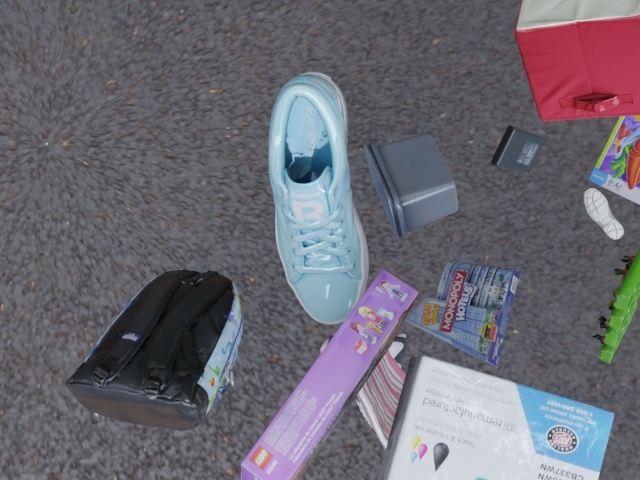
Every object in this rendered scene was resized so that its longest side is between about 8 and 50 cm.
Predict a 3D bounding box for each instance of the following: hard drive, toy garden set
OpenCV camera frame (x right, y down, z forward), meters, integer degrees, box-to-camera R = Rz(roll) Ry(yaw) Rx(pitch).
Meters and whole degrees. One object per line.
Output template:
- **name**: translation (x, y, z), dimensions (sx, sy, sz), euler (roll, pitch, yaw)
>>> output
- **hard drive**: translation (0.448, -0.204, 1.851), dimensions (0.135, 0.022, 0.094), euler (6, 114, -45)
- **toy garden set**: translation (0.510, 0.064, 1.353), dimensions (0.204, 0.049, 0.244), euler (-55, 154, -21)

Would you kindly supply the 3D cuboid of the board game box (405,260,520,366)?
- **board game box**: translation (0.272, 0.132, 1.609), dimensions (0.060, 0.194, 0.194), euler (33, 69, -52)

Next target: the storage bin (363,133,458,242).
- **storage bin**: translation (0.122, -0.073, 1.077), dimensions (0.091, 0.135, 0.098), euler (-17, 138, 1)

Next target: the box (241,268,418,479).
- **box**: translation (0.007, 0.195, 1.020), dimensions (0.057, 0.201, 0.293), euler (33, 65, 11)

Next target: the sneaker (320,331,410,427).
- **sneaker**: translation (0.125, 0.237, 1.451), dimensions (0.153, 0.094, 0.235), euler (-35, 78, -20)

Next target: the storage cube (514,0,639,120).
- **storage cube**: translation (0.414, -0.316, 1.231), dimensions (0.193, 0.184, 0.215), euler (55, 45, -46)

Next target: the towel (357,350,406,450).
- **towel**: translation (0.093, 0.214, 1.251), dimensions (0.029, 0.197, 0.144), euler (-22, 109, 18)

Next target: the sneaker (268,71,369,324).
- **sneaker**: translation (-0.017, -0.047, 1.136), dimensions (0.135, 0.150, 0.366), euler (-7, 99, 14)

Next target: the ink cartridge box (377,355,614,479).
- **ink cartridge box**: translation (0.158, 0.280, 0.868), dimensions (0.198, 0.197, 0.270), euler (16, 82, 5)

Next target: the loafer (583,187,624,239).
- **loafer**: translation (0.566, -0.056, 1.657), dimensions (0.045, 0.039, 0.125), euler (-35, 103, 11)

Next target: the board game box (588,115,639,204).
- **board game box**: translation (0.741, -0.154, 1.633), dimensions (0.078, 0.347, 0.233), euler (9, 109, -41)

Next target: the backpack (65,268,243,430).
- **backpack**: translation (-0.300, 0.215, 1.698), dimensions (0.290, 0.273, 0.355), euler (4, 54, 16)
